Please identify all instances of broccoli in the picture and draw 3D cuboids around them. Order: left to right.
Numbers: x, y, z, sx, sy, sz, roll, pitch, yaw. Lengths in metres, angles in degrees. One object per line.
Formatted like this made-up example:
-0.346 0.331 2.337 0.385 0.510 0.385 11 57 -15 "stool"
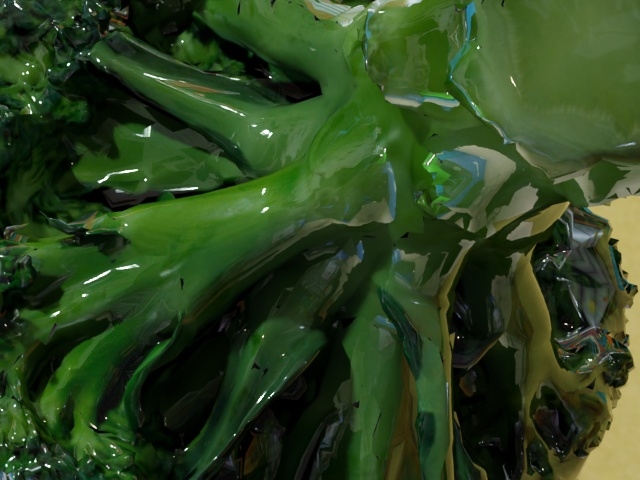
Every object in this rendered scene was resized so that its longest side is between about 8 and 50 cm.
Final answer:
0.000 0.000 0.653 0.297 0.297 0.298 -37 33 59 "broccoli"
